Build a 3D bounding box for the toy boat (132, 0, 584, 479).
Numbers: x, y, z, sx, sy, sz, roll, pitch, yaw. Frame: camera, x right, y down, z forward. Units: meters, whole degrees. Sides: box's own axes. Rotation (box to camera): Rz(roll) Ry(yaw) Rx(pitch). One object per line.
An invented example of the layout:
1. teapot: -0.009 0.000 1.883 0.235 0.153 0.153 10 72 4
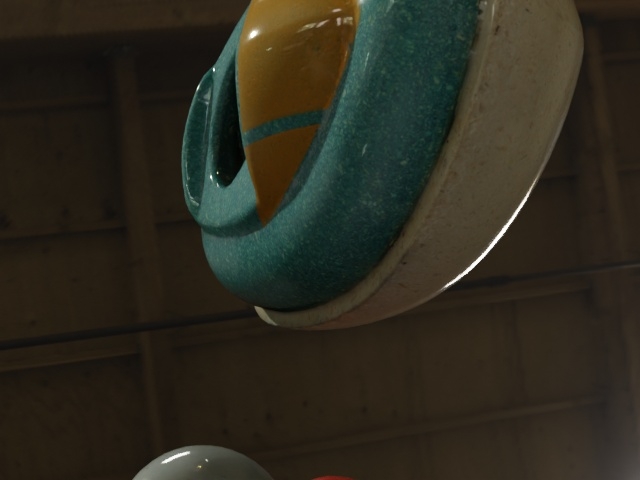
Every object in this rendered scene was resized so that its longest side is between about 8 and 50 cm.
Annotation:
1. toy boat: 0.000 0.000 0.579 0.148 0.267 0.318 11 -112 -20
